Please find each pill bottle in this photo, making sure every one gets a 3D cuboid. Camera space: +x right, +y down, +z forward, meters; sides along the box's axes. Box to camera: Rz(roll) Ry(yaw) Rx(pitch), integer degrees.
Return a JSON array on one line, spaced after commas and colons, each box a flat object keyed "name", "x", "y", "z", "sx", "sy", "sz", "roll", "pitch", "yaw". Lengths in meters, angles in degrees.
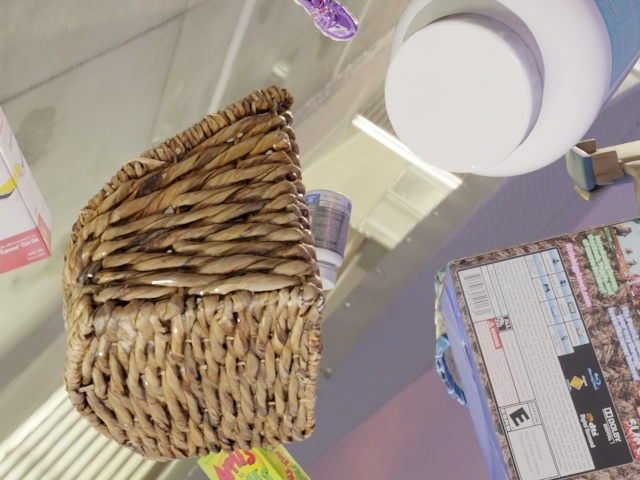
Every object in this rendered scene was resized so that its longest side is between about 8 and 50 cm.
[{"name": "pill bottle", "x": 0.000, "y": 0.000, "z": 1.101, "sx": 0.078, "sy": 0.078, "sz": 0.137, "roll": 111, "pitch": -10, "yaw": -69}, {"name": "pill bottle", "x": 0.143, "y": -0.137, "z": 0.528, "sx": 0.264, "sy": 0.146, "sz": 0.146, "roll": -40, "pitch": 165, "yaw": -50}]

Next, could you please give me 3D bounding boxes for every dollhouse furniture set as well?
[{"name": "dollhouse furniture set", "x": 0.523, "y": -0.054, "z": 1.029, "sx": 0.286, "sy": 0.198, "sz": 0.303, "roll": -12, "pitch": -167, "yaw": 8}]

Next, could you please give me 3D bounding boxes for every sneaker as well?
[{"name": "sneaker", "x": 0.002, "y": -0.457, "z": 1.452, "sx": 0.068, "sy": 0.169, "sz": 0.071, "roll": -51, "pitch": -168, "yaw": 9}]

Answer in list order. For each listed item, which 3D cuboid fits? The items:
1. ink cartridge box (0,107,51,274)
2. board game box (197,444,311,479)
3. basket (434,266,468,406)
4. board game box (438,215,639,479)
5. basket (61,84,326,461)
[{"name": "ink cartridge box", "x": -0.352, "y": -0.078, "z": 0.773, "sx": 0.067, "sy": 0.198, "sz": 0.115, "roll": -21, "pitch": -148, "yaw": -10}, {"name": "board game box", "x": -0.062, "y": 0.310, "z": 0.908, "sx": 0.092, "sy": 0.181, "sz": 0.043, "roll": -50, "pitch": 163, "yaw": 25}, {"name": "basket", "x": 0.266, "y": 0.174, "z": 1.028, "sx": 0.255, "sy": 0.200, "sz": 0.289, "roll": 57, "pitch": 24, "yaw": -51}, {"name": "board game box", "x": 0.291, "y": 0.115, "z": 0.734, "sx": 0.290, "sy": 0.232, "sz": 0.141, "roll": -13, "pitch": 159, "yaw": 0}, {"name": "basket", "x": -0.117, "y": 0.043, "z": 0.668, "sx": 0.299, "sy": 0.213, "sz": 0.223, "roll": 93, "pitch": -12, "yaw": -56}]
